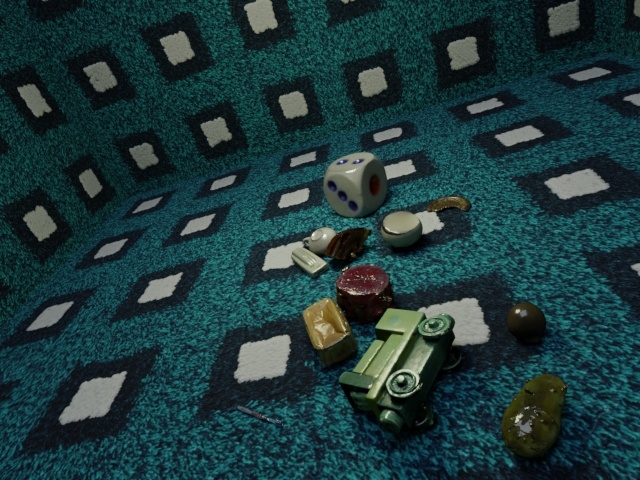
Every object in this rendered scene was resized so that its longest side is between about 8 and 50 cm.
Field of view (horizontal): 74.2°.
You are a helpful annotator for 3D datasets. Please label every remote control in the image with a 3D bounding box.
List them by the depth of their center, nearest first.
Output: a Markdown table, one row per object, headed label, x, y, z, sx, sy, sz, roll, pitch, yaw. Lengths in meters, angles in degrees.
| label | x | y | z | sx | sy | sz | roll | pitch | yaw |
| --- | --- | --- | --- | --- | --- | --- | --- | --- | --- |
| remote control | -0.056 | 0.092 | 1.901 | 0.090 | 0.049 | 0.230 | -34 | 33 | -17 |

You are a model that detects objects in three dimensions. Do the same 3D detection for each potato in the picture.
| label | x | y | z | sx | sy | sz | roll | pitch | yaw |
| --- | --- | --- | --- | --- | --- | --- | --- | --- | --- |
| potato | 0.501 | 0.401 | 0.986 | 0.117 | 0.090 | 0.225 | 13 | 44 | 45 |

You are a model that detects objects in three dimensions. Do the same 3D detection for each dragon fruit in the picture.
| label | x | y | z | sx | sy | sz | roll | pitch | yaw |
| --- | --- | --- | --- | --- | --- | --- | --- | --- | --- |
| dragon fruit | 0.161 | 0.201 | 1.508 | 0.211 | 0.146 | 0.282 | -22 | 31 | -21 |

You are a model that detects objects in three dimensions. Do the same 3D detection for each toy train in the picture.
| label | x | y | z | sx | sy | sz | roll | pitch | yaw |
| --- | --- | --- | --- | --- | --- | --- | --- | --- | --- |
| toy train | 0.230 | 0.350 | 1.190 | 0.254 | 0.160 | 0.397 | -2 | 33 | 42 |

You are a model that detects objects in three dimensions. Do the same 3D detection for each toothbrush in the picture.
| label | x | y | z | sx | sy | sz | roll | pitch | yaw |
| --- | --- | --- | --- | --- | --- | --- | --- | --- | --- |
| toothbrush | -0.187 | 0.529 | 1.280 | 0.194 | 0.019 | 0.013 | 2 | 37 | 37 |

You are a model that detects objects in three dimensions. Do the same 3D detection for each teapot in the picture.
| label | x | y | z | sx | sy | sz | roll | pitch | yaw |
| --- | --- | --- | --- | --- | --- | --- | --- | --- | --- |
| teapot | 0.000 | 0.000 | 1.975 | 0.227 | 0.092 | 0.145 | -2 | 49 | 42 |

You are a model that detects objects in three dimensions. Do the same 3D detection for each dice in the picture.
| label | x | y | z | sx | sy | sz | roll | pitch | yaw |
| --- | --- | --- | --- | --- | --- | --- | --- | --- | --- |
| dice | 0.181 | -0.287 | 2.183 | 0.252 | 0.259 | 0.243 | 8 | 37 | 42 |

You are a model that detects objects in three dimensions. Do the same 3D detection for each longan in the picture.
| label | x | y | z | sx | sy | sz | roll | pitch | yaw |
| --- | --- | --- | --- | --- | --- | --- | --- | --- | --- |
| longan | 0.589 | 0.238 | 1.211 | 0.106 | 0.106 | 0.119 | -17 | 71 | 6 |

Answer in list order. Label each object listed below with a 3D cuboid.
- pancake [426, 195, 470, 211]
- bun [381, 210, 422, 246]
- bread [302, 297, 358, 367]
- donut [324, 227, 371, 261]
| label | x | y | z | sx | sy | sz | roll | pitch | yaw |
| --- | --- | --- | --- | --- | --- | --- | --- | --- | --- |
| pancake | 0.587 | -0.159 | 1.950 | 0.191 | 0.020 | 0.184 | -19 | 30 | 3 |
| bun | 0.344 | -0.033 | 1.788 | 0.173 | 0.119 | 0.172 | -10 | 35 | 7 |
| bread | 0.029 | 0.305 | 1.430 | 0.136 | 0.106 | 0.241 | -26 | 29 | -4 |
| donut | 0.111 | 0.007 | 1.848 | 0.126 | 0.144 | 0.186 | 5 | 71 | 65 |
